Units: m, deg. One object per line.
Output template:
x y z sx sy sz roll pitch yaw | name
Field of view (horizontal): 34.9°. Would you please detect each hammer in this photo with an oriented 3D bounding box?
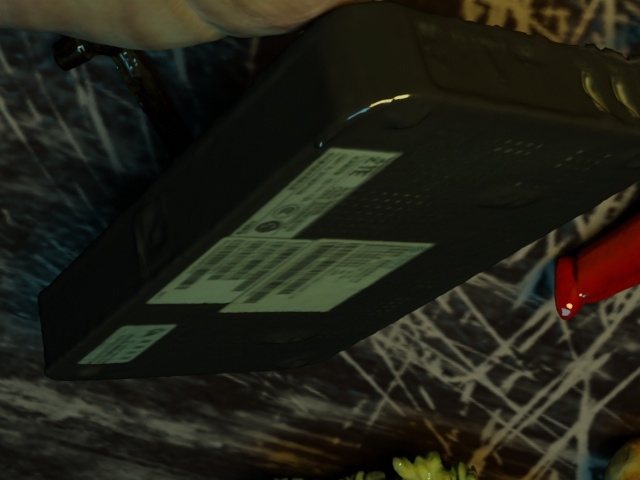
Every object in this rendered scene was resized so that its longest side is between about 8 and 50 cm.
-0.100 -0.068 0.651 0.065 0.021 0.178 -17 127 18 | hammer

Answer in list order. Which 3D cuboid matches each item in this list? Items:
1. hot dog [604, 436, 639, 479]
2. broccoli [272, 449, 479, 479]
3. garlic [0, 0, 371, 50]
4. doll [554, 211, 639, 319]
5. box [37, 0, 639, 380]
0.356 0.210 0.796 0.286 0.061 0.087 22 128 -12 | hot dog
0.080 0.295 0.771 0.288 0.245 0.247 -8 117 4 | broccoli
-0.069 -0.212 0.388 0.318 0.259 0.317 5 130 6 | garlic
0.275 -0.067 0.557 0.384 0.099 0.188 -25 121 32 | doll
0.000 0.000 0.561 0.211 0.058 0.350 4 153 -35 | box
